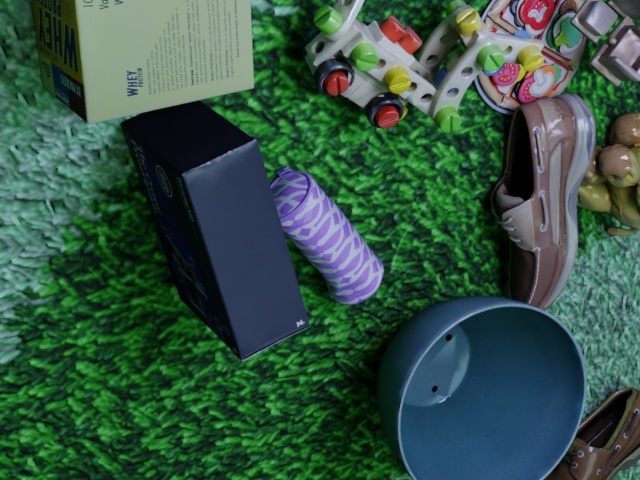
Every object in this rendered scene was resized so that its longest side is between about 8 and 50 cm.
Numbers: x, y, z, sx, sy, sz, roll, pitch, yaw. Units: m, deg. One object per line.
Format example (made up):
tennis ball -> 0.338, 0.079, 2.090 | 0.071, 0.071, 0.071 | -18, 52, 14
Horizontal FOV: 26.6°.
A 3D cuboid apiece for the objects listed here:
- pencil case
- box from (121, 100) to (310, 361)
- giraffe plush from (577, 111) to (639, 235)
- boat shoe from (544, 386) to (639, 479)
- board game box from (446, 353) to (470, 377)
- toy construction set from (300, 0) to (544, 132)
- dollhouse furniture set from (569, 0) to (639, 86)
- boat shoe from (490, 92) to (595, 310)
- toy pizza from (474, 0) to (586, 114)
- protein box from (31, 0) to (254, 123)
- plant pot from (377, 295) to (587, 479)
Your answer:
pencil case -> 0.000, 0.000, 1.747 | 0.088, 0.086, 0.206 | -25, 129, 20
box -> -0.123, -0.017, 1.591 | 0.103, 0.184, 0.261 | -28, 124, -21
giraffe plush -> 0.466, -0.115, 1.968 | 0.210, 0.181, 0.170 | 38, 67, -29
boat shoe -> 0.416, 0.355, 2.181 | 0.307, 0.110, 0.104 | -42, 125, -23
board game box -> 0.233, 0.196, 2.031 | 0.090, 0.020, 0.090 | -39, 127, -14
toy construction set -> 0.101, -0.253, 1.651 | 0.215, 0.151, 0.327 | -41, 124, 20
dollhouse furniture set -> 0.346, -0.431, 1.795 | 0.355, 0.174, 0.303 | 37, 88, -15
boat shoe -> 0.293, -0.051, 1.905 | 0.116, 0.123, 0.324 | -2, 109, -22
toy pizza -> 0.292, -0.265, 1.848 | 0.201, 0.032, 0.201 | -14, 118, -28
protein box -> -0.194, -0.256, 1.463 | 0.201, 0.136, 0.200 | -16, 120, -27
plant pot -> 0.193, 0.199, 1.881 | 0.290, 0.195, 0.290 | -7, 107, -23
